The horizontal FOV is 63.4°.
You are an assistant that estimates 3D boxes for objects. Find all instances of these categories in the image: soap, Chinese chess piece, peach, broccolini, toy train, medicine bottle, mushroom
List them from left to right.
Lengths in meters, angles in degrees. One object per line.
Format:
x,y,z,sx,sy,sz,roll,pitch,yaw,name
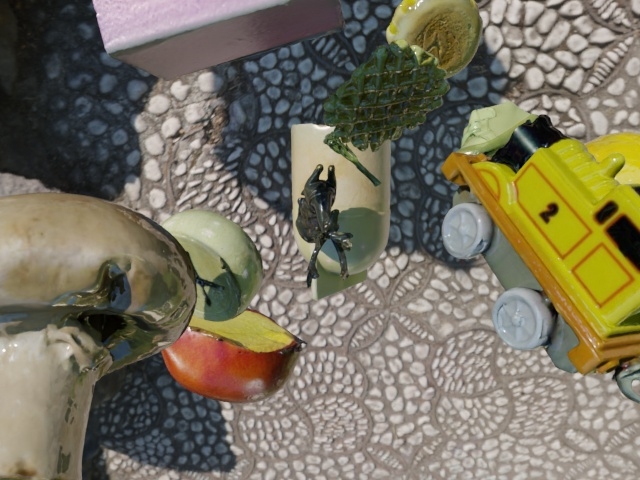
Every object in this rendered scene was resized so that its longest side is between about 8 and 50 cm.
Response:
-0.266,0.107,0.541,0.292,0.290,0.292,-12,149,-7,mushroom
-0.182,0.042,0.813,0.188,0.083,0.188,15,131,18,Chinese chess piece
-0.233,0.284,1.232,0.362,0.258,0.201,12,101,-35,peach
-0.106,-0.269,0.610,0.259,0.181,0.081,-12,97,9,soap
0.050,-0.075,1.243,0.236,0.236,0.406,0,101,0,medicine bottle
0.060,-0.152,0.988,0.140,0.035,0.030,43,74,-10,broccolini
0.164,-0.004,0.348,0.089,0.219,0.127,2,138,-31,toy train

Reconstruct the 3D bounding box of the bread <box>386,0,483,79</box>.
0.247,-0.450,1.118,0.213,0.104,0.213,-4,138,-4,bread

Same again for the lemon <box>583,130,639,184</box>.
0.525,-0.059,0.884,0.288,0.233,0.233,32,111,-9,lemon

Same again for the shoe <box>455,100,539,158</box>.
0.361,-0.207,1.120,0.262,0.128,0.140,-29,145,-20,shoe

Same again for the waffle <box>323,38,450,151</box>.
0.098,-0.206,0.767,0.183,0.036,0.169,-37,143,29,waffle

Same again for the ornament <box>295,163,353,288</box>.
0.000,0.000,0.997,0.080,0.236,0.202,2,140,-15,ornament
